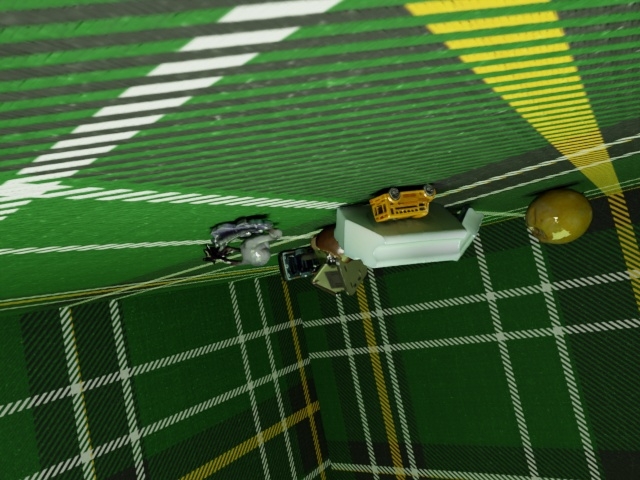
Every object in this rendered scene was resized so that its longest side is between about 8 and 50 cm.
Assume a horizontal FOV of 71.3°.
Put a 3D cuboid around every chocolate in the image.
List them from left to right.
[{"bbox_3d":[0.052,0.007,1.446,0.133,0.127,0.124,6,179,-15],"label":"chocolate"}]

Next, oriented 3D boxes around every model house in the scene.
[{"bbox_3d":[0.016,0.103,1.789,0.278,0.205,0.218,-8,-158,30],"label":"model house"}]

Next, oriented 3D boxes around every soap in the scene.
[{"bbox_3d":[0.197,-0.021,1.134,0.289,0.095,0.173,-4,-147,-15],"label":"soap"},{"bbox_3d":[0.536,-0.017,1.687,0.066,0.119,0.198,28,148,10],"label":"soap"}]

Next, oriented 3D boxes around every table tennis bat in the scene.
[{"bbox_3d":[0.544,-0.059,1.785,0.153,0.040,0.244,-17,152,-19],"label":"table tennis bat"}]

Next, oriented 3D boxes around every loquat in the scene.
[{"bbox_3d":[0.943,-0.103,1.766,0.244,0.244,0.244,-12,174,-1],"label":"loquat"}]

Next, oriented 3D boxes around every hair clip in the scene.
[{"bbox_3d":[-0.194,-0.015,1.062,0.195,0.052,0.124,-16,172,35],"label":"hair clip"}]

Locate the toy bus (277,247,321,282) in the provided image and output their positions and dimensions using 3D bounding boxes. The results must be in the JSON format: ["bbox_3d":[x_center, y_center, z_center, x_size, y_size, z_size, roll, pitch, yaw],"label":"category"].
[{"bbox_3d":[-0.054,0.098,2.056,0.275,0.139,0.167,-12,176,-22],"label":"toy bus"}]

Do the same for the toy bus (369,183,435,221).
[{"bbox_3d":[0.202,-0.087,1.065,0.162,0.074,0.069,-9,174,-30],"label":"toy bus"}]

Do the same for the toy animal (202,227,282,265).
[{"bbox_3d":[-0.190,0.024,1.268,0.324,0.090,0.195,-19,162,40],"label":"toy animal"}]

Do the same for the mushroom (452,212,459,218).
[{"bbox_3d":[0.520,-0.056,1.915,0.188,0.117,0.141,-13,-172,-35],"label":"mushroom"}]

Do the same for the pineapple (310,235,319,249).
[{"bbox_3d":[0.000,0.000,1.689,0.058,0.058,0.124,-13,-172,15],"label":"pineapple"}]
